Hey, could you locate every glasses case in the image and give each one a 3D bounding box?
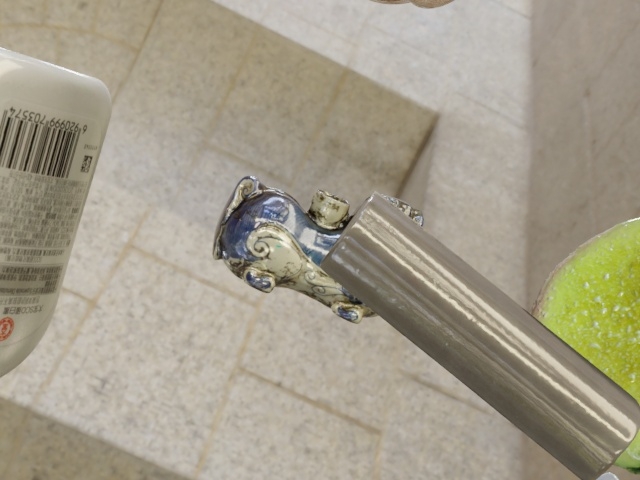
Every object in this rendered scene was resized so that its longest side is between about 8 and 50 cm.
[{"bbox_3d":[0.090,0.048,0.526,0.042,0.190,0.072,-52,-3,24],"label":"glasses case"}]

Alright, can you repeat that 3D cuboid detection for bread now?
[{"bbox_3d":[0.340,0.094,0.961,0.301,0.045,0.301,-19,47,21],"label":"bread"}]

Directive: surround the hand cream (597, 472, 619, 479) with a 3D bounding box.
[{"bbox_3d":[0.298,0.392,1.303,0.255,0.048,0.079,-26,65,20],"label":"hand cream"}]

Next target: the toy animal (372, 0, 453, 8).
[{"bbox_3d":[0.062,-0.272,0.594,0.165,0.149,0.248,-42,-36,-69],"label":"toy animal"}]

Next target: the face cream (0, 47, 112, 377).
[{"bbox_3d":[-0.223,0.022,0.625,0.144,0.071,0.291,4,-76,-62],"label":"face cream"}]

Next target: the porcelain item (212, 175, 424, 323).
[{"bbox_3d":[0.000,0.000,1.346,0.138,0.288,0.186,-123,53,-82],"label":"porcelain item"}]
